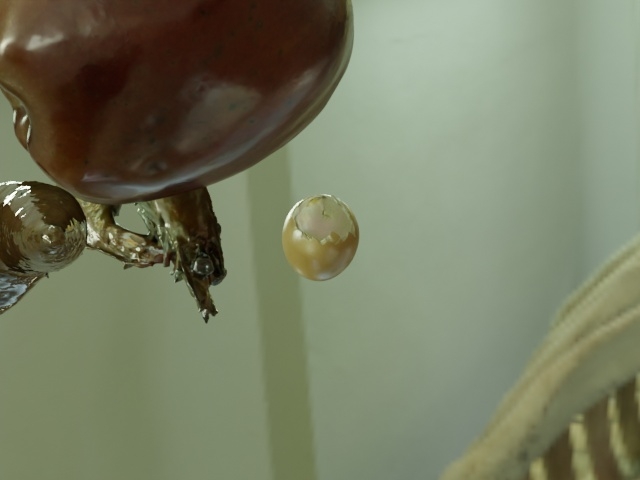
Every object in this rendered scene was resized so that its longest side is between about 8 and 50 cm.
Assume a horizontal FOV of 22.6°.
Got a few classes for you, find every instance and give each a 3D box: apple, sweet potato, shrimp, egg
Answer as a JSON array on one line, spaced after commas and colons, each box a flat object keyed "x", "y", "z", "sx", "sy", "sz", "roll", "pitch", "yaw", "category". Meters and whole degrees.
[{"x": -0.093, "y": -0.137, "z": 0.939, "sx": 0.234, "sy": 0.234, "sz": 0.234, "roll": -13, "pitch": -75, "yaw": -62, "category": "apple"}, {"x": -0.178, "y": 0.011, "z": 0.825, "sx": 0.067, "sy": 0.281, "sz": 0.059, "roll": -15, "pitch": -97, "yaw": -38, "category": "sweet potato"}, {"x": -0.115, "y": -0.019, "z": 1.041, "sx": 0.180, "sy": 0.099, "sz": 0.041, "roll": 57, "pitch": 179, "yaw": 29, "category": "shrimp"}, {"x": 0.000, "y": 0.000, "z": 1.638, "sx": 0.096, "sy": 0.080, "sz": 0.080, "roll": 91, "pitch": -164, "yaw": -60, "category": "egg"}]
